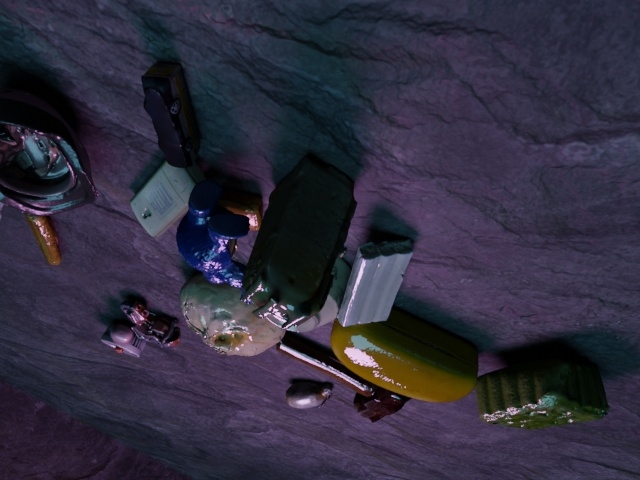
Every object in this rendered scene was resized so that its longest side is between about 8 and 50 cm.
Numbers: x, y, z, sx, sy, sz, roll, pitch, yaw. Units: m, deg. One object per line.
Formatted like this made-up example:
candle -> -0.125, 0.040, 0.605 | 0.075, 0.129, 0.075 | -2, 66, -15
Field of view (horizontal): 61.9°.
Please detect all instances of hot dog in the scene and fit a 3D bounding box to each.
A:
hot dog -> -0.672, -0.009, 1.312 | 0.066, 0.047, 0.215 | 46, 149, 23

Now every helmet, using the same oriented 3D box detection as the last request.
helmet -> -0.530, -0.171, 0.971 | 0.198, 0.154, 0.253 | -16, 154, 9

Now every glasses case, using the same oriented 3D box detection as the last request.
glasses case -> 0.191, 0.276, 1.270 | 0.371, 0.141, 0.173 | 26, 143, -12

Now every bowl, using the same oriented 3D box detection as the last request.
bowl -> -0.051, 0.117, 1.175 | 0.238, 0.126, 0.237 | 10, 144, 8

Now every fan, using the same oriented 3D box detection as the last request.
fan -> -0.597, 0.298, 1.611 | 0.130, 0.074, 0.244 | 26, 157, -6

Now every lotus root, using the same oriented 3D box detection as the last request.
lotus root -> -0.037, 0.489, 1.682 | 0.165, 0.088, 0.088 | -10, 136, 17

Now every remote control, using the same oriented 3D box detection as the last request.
remote control -> -0.301, -0.088, 1.052 | 0.233, 0.038, 0.098 | -31, 92, 44

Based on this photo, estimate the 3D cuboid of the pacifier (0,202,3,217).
pacifier -> -0.703, -0.091, 1.169 | 0.150, 0.116, 0.127 | 20, 169, -11

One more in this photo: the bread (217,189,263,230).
bread -> -0.177, -0.061, 1.052 | 0.132, 0.053, 0.074 | 12, 142, 6

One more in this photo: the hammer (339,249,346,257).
hammer -> 0.000, 0.000, 1.099 | 0.123, 0.014, 0.029 | 32, 131, -16

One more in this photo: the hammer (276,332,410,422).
hammer -> 0.050, 0.374, 1.495 | 0.409, 0.095, 0.242 | 27, 142, -11

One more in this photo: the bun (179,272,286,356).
bun -> -0.224, 0.203, 1.331 | 0.287, 0.146, 0.287 | 11, 146, 8

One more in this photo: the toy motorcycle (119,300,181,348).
toy motorcycle -> -0.478, 0.243, 1.533 | 0.118, 0.084, 0.212 | -4, 134, 38

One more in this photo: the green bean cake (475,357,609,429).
green bean cake -> 0.512, 0.360, 1.237 | 0.222, 0.124, 0.248 | 18, 143, -27

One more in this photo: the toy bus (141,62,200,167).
toy bus -> -0.243, -0.203, 0.880 | 0.057, 0.072, 0.172 | 8, 140, 10

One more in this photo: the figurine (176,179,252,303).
figurine -> -0.198, 0.013, 0.975 | 0.121, 0.164, 0.262 | -23, 145, -19

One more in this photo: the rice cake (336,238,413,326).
rice cake -> 0.111, 0.091, 1.091 | 0.127, 0.043, 0.237 | -7, 138, -21

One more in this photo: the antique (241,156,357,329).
antique -> -0.040, 0.011, 0.901 | 0.125, 0.284, 0.150 | 30, 140, -17
